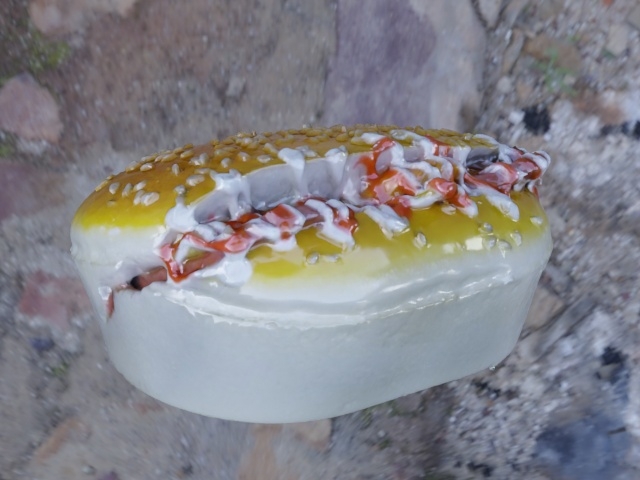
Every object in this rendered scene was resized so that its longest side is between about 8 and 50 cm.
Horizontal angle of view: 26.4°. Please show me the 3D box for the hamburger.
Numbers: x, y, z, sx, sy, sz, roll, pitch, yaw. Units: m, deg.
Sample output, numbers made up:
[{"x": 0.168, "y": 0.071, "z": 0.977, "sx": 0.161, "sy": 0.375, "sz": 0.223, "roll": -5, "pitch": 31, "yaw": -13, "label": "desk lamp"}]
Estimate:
[{"x": 0.000, "y": 0.000, "z": 0.810, "sx": 0.295, "sy": 0.227, "sz": 0.151, "roll": -16, "pitch": 112, "yaw": -38, "label": "hamburger"}]
